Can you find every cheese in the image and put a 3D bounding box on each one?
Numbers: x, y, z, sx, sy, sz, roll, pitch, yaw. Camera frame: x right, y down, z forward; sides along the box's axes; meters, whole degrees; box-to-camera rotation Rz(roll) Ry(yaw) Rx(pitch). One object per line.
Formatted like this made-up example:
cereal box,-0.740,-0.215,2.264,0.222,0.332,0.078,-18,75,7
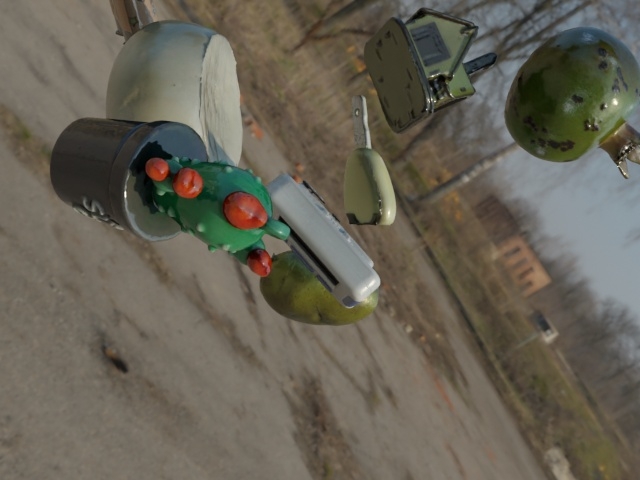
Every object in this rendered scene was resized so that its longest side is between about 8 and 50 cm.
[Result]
cheese,0.085,-0.153,1.716,0.127,0.054,0.251,2,-80,54

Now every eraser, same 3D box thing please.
eraser,-0.394,-0.542,1.770,0.171,0.087,0.290,-125,-159,-50

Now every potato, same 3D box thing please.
potato,-0.002,0.100,1.853,0.169,0.248,0.143,78,20,-68

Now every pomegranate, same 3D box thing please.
pomegranate,0.536,-0.268,1.854,0.323,0.291,0.291,67,10,12

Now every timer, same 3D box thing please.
timer,0.000,0.000,1.548,0.253,0.078,0.178,49,-12,2

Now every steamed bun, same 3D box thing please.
steamed bun,-0.272,-0.238,1.629,0.324,0.206,0.324,-2,90,-80

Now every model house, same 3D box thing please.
model house,0.259,-0.361,1.775,0.205,0.279,0.218,69,-16,0

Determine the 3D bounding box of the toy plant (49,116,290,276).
toy plant,-0.210,-0.072,1.328,0.400,0.185,0.279,16,-40,31
